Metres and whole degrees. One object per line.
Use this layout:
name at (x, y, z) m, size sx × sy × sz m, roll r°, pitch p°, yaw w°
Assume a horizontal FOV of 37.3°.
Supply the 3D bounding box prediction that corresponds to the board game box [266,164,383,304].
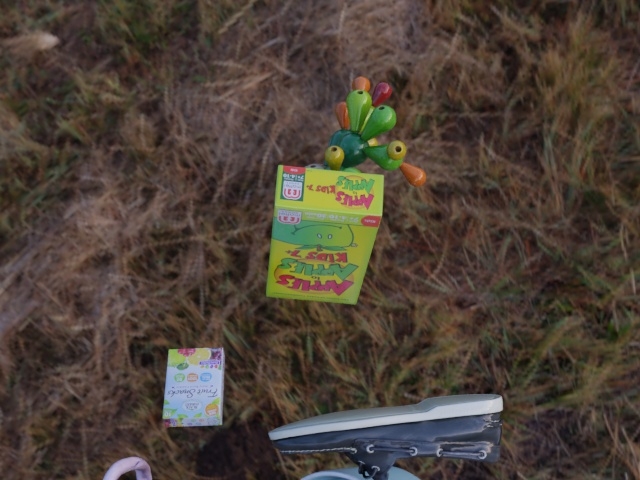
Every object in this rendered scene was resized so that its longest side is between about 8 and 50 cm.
board game box at (0.000, 0.000, 0.881) m, size 0.092 × 0.181 × 0.043 m, roll 5°, pitch 61°, yaw -3°

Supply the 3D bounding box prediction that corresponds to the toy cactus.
toy cactus at (0.029, -0.085, 1.080) m, size 0.180 × 0.112 × 0.219 m, roll -43°, pitch 27°, yaw 27°

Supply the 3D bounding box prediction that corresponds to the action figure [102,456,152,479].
action figure at (-0.213, 0.446, 0.989) m, size 0.276 × 0.248 × 0.370 m, roll 28°, pitch 83°, yaw 20°

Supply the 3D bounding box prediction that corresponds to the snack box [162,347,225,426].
snack box at (-0.222, 0.258, 1.678) m, size 0.100 × 0.037 × 0.141 m, roll -3°, pitch 52°, yaw 2°

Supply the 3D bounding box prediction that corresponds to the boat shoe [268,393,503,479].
boat shoe at (0.098, 0.297, 1.371) m, size 0.340 × 0.127 × 0.113 m, roll -8°, pitch 88°, yaw -2°

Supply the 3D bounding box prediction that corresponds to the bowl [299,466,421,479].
bowl at (0.100, 0.500, 1.568) m, size 0.312 × 0.311 × 0.163 m, roll 24°, pitch 26°, yaw 33°
